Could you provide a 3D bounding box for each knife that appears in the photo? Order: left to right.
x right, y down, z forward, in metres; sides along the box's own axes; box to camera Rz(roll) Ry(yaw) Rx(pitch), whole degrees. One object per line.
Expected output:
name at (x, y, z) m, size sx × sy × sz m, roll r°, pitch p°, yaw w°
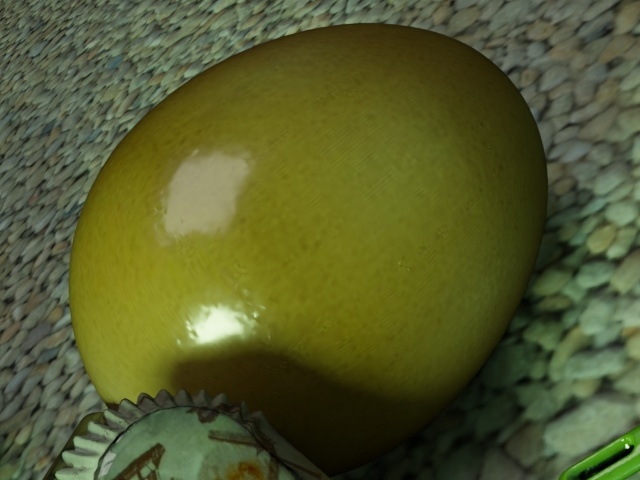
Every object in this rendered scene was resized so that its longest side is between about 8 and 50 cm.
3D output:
knife at (0.208, 0.072, 0.613) m, size 0.212 × 0.015 × 0.054 m, roll -36°, pitch 29°, yaw 13°

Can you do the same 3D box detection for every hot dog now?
hot dog at (-0.017, 0.172, 0.548) m, size 0.131 × 0.252 × 0.069 m, roll -39°, pitch -5°, yaw -24°

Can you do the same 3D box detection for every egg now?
egg at (0.000, 0.000, 0.727) m, size 0.322 × 0.250 × 0.250 m, roll -41°, pitch 26°, yaw -20°

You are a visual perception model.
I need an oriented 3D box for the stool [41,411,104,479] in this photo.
stool at (-0.118, 0.247, 0.618) m, size 0.179 × 0.179 × 0.264 m, roll -6°, pitch 46°, yaw 48°
